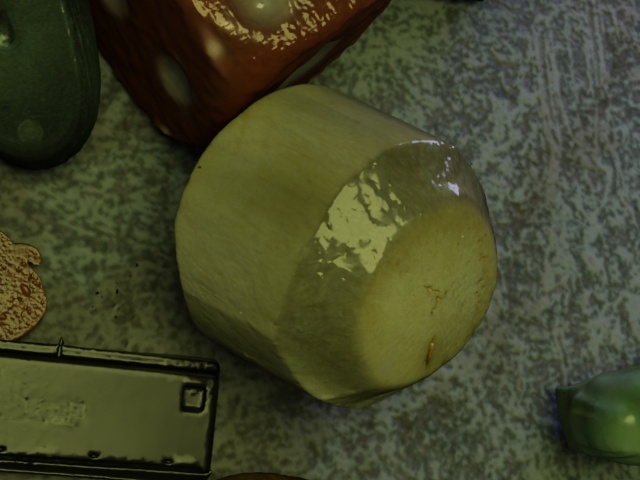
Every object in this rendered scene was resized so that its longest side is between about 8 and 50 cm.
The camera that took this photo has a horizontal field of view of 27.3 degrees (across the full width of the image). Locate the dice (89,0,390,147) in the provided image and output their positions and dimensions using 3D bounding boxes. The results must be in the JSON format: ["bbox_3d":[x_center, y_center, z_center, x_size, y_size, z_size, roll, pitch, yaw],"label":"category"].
[{"bbox_3d":[-0.066,-0.186,0.935,0.174,0.175,0.179,-39,92,-24],"label":"dice"}]

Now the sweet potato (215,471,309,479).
[{"bbox_3d":[-0.068,0.190,0.876,0.226,0.068,0.068,-6,78,-37],"label":"sweet potato"}]

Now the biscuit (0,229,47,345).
[{"bbox_3d":[-0.227,0.027,0.903,0.078,0.015,0.091,-34,90,-27],"label":"biscuit"}]

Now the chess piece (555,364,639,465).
[{"bbox_3d":[0.334,0.104,1.011,0.298,0.176,0.176,-17,82,-23],"label":"chess piece"}]

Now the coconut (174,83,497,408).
[{"bbox_3d":[0.000,0.000,0.902,0.202,0.222,0.202,-23,127,-35],"label":"coconut"}]

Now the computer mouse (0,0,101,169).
[{"bbox_3d":[-0.217,-0.162,0.907,0.113,0.068,0.229,-12,105,1],"label":"computer mouse"}]

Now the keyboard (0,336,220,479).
[{"bbox_3d":[-0.180,0.112,0.888,0.230,0.025,0.094,8,82,-19],"label":"keyboard"}]
